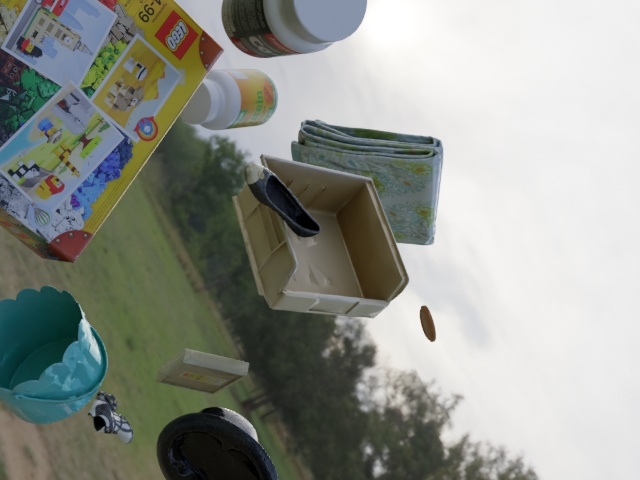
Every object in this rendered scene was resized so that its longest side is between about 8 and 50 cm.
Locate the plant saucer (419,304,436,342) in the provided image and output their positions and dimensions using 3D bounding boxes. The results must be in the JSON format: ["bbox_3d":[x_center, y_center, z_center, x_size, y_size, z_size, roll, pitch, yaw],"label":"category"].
[{"bbox_3d":[0.233,0.182,1.870,0.083,0.013,0.083,167,-90,-82],"label":"plant saucer"}]

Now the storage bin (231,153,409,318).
[{"bbox_3d":[0.000,0.000,1.573,0.123,0.262,0.260,-45,-130,37],"label":"storage bin"}]

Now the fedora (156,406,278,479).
[{"bbox_3d":[-0.241,0.536,2.154,0.152,0.334,0.334,-64,136,-59],"label":"fedora"}]

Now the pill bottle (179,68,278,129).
[{"bbox_3d":[-0.215,-0.322,1.953,0.245,0.136,0.136,-20,82,-58],"label":"pill bottle"}]

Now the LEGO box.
[{"bbox_3d":[-0.472,-0.270,1.534,0.372,0.500,0.193,42,-22,-30],"label":"LEGO box"}]

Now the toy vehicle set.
[{"bbox_3d":[-0.306,0.339,2.189,0.267,0.166,0.035,142,-40,-58],"label":"toy vehicle set"}]

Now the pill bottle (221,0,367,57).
[{"bbox_3d":[-0.049,-0.401,1.473,0.283,0.161,0.161,17,-46,61],"label":"pill bottle"}]

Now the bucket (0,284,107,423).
[{"bbox_3d":[-0.625,0.262,1.916,0.281,0.281,0.183,56,-11,43],"label":"bucket"}]

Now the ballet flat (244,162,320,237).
[{"bbox_3d":[-0.061,-0.070,1.420,0.049,0.057,0.173,-6,-42,47],"label":"ballet flat"}]

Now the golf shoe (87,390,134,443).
[{"bbox_3d":[-0.604,0.523,2.435,0.077,0.094,0.198,2,-51,33],"label":"golf shoe"}]

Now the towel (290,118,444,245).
[{"bbox_3d":[0.105,-0.114,1.907,0.374,0.320,0.090,84,19,-58],"label":"towel"}]
